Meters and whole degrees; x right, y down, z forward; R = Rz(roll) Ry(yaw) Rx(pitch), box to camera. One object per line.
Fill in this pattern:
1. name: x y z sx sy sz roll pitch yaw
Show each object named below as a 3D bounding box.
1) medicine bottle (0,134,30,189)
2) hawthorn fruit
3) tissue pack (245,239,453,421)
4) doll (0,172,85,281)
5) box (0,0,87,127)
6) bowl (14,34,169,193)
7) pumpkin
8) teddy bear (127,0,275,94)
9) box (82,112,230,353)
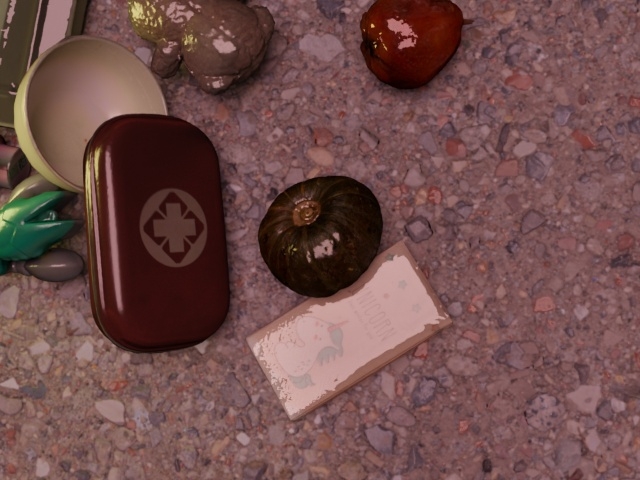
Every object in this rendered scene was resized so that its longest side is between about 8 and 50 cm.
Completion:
1. medicine bottle: -0.640 -0.148 1.599 0.187 0.094 0.119 12 84 8
2. hawthorn fruit: 0.155 -0.351 1.501 0.173 0.173 0.179 39 64 9
3. tissue pack: 0.048 0.157 1.494 0.325 0.071 0.170 -33 78 2
4. doll: -0.534 -0.027 1.557 0.258 0.153 0.195 6 98 15
5. box: -0.634 -0.403 1.606 0.372 0.090 0.368 10 88 3
6. bowl: -0.415 -0.207 1.520 0.145 0.277 0.277 -8 81 48
7. pumpkin: 0.000 0.000 1.472 0.218 0.162 0.219 -13 55 19
8. teddy bear: -0.213 -0.383 1.542 0.267 0.151 0.236 35 81 6
9. box: -0.274 -0.014 1.466 0.108 0.263 0.404 -7 88 47
